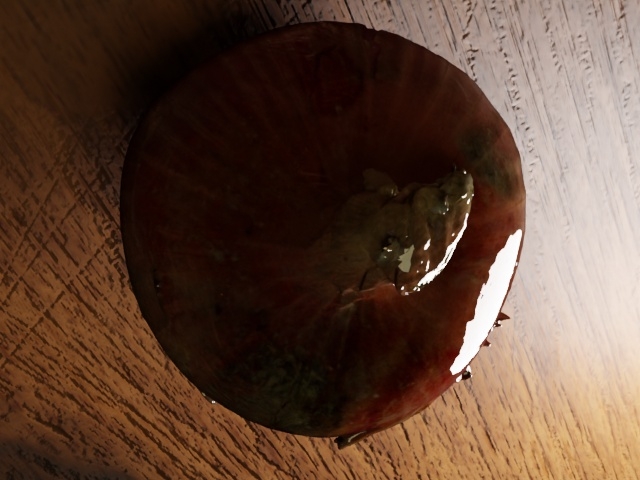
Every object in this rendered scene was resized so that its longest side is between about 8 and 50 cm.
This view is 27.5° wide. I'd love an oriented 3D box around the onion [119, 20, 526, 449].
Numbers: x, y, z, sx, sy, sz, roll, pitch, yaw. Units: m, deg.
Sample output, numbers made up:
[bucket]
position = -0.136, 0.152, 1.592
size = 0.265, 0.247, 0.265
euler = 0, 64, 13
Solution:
[onion]
position = 0.008, -0.004, 1.081
size = 0.353, 0.354, 0.354
euler = -11, 132, -12
